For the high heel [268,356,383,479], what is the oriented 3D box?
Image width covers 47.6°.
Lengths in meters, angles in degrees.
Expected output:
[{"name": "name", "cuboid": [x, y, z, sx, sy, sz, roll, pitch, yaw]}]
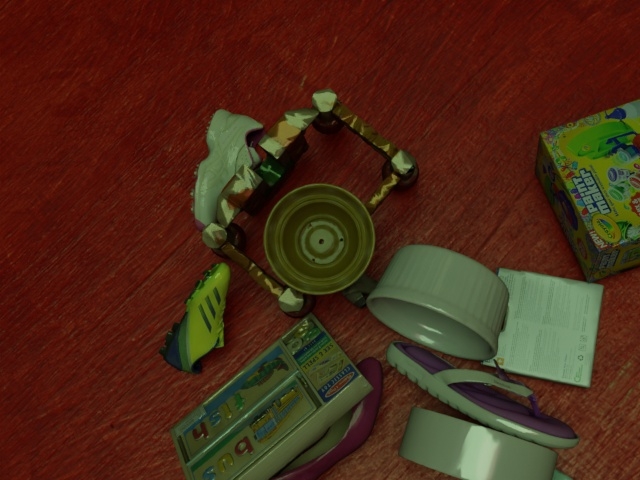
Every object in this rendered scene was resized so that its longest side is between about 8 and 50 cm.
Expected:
[{"name": "high heel", "cuboid": [-0.012, 0.387, 1.466, 0.127, 0.181, 0.377, 14, 75, 54]}]

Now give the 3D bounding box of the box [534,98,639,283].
[{"name": "box", "cuboid": [0.634, -0.108, 1.497, 0.279, 0.177, 0.290, -19, 63, 4]}]

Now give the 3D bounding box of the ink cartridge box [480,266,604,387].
[{"name": "ink cartridge box", "cuboid": [0.465, 0.182, 1.529, 0.224, 0.045, 0.223, 11, 75, 13]}]

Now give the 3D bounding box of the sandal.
[{"name": "sandal", "cuboid": [0.306, 0.276, 1.414, 0.416, 0.169, 0.102, 23, 100, 32]}]

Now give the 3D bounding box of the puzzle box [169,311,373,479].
[{"name": "puzzle box", "cuboid": [-0.113, 0.350, 1.487, 0.409, 0.052, 0.272, -40, 33, -4]}]

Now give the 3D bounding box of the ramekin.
[{"name": "ramekin", "cuboid": [0.244, 0.122, 1.469, 0.277, 0.277, 0.135, 21, 72, 14]}]

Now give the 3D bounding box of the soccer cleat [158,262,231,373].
[{"name": "soccer cleat", "cuboid": [-0.247, 0.171, 1.578, 0.121, 0.093, 0.289, 30, 115, -4]}]

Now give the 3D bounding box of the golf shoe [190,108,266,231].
[{"name": "golf shoe", "cuboid": [-0.216, -0.162, 1.704, 0.140, 0.115, 0.306, 9, 77, 8]}]

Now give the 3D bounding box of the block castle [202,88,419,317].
[{"name": "block castle", "cuboid": [-0.024, -0.081, 1.603, 0.303, 0.213, 0.453, 39, 90, 5]}]

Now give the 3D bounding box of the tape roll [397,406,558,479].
[{"name": "tape roll", "cuboid": [0.296, 0.405, 1.370, 0.286, 0.286, 0.100, 15, 77, 13]}]

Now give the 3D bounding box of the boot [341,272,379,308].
[{"name": "boot", "cuboid": [0.102, 0.094, 1.617, 0.118, 0.042, 0.087, -31, 64, -8]}]

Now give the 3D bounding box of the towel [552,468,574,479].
[{"name": "towel", "cuboid": [0.507, 0.662, 1.364, 0.374, 0.090, 0.320, 33, 81, 16]}]

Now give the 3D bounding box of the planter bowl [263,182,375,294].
[{"name": "planter bowl", "cuboid": [0.000, 0.000, 1.444, 0.217, 0.090, 0.217, 0, 86, 4]}]
